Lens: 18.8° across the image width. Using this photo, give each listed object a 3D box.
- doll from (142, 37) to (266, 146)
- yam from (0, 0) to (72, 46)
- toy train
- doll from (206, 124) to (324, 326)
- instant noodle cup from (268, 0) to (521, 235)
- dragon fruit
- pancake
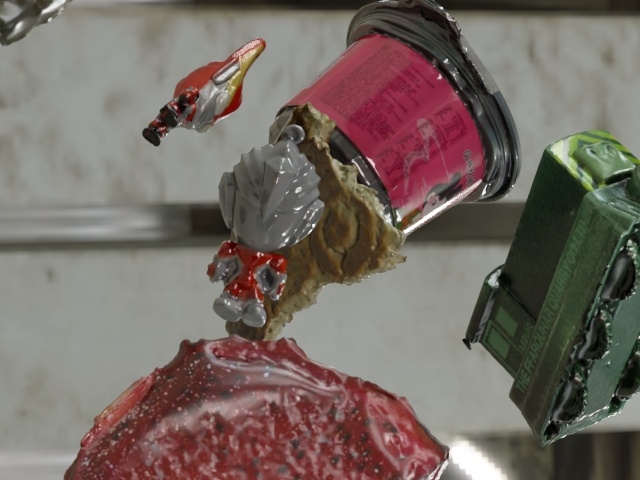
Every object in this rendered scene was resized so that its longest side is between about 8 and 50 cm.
[{"bbox_3d":[-0.119,-0.138,1.886,0.057,0.169,0.109,45,-58,10],"label":"doll"},{"bbox_3d":[-0.162,-0.253,1.284,0.154,0.254,0.154,43,-15,14],"label":"yam"},{"bbox_3d":[0.251,0.039,1.870,0.178,0.138,0.330,47,-41,33],"label":"toy train"},{"bbox_3d":[-0.049,-0.014,1.678,0.079,0.094,0.180,-91,-162,-87],"label":"doll"},{"bbox_3d":[0.061,-0.104,2.070,0.258,0.181,0.302,32,-30,39],"label":"instant noodle cup"},{"bbox_3d":[-0.065,0.177,1.200,0.163,0.261,0.189,35,-35,44],"label":"dragon fruit"},{"bbox_3d":[0.000,0.000,1.907,0.244,0.057,0.266,19,-73,43],"label":"pancake"}]
